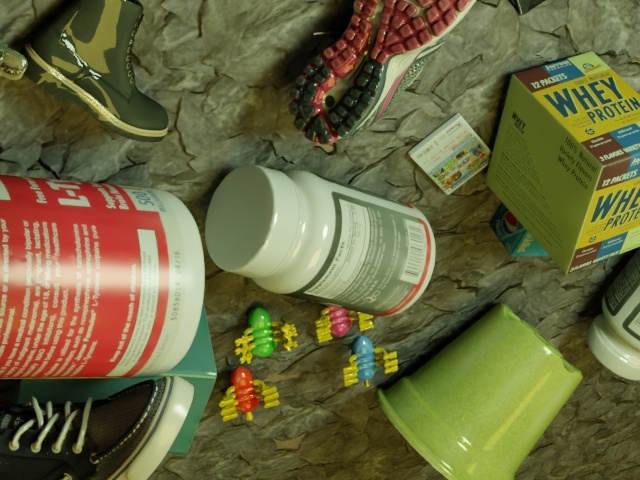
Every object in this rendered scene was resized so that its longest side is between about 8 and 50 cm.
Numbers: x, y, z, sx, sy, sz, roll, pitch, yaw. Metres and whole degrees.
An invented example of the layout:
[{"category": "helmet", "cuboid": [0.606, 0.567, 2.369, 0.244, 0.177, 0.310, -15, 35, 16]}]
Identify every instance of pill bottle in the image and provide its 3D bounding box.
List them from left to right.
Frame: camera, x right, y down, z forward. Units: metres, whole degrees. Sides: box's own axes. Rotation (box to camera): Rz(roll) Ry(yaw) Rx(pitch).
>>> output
[{"category": "pill bottle", "cuboid": [-0.354, 0.041, 1.408, 0.408, 0.229, 0.229, 4, 131, -35]}, {"category": "pill bottle", "cuboid": [0.000, 0.000, 1.640, 0.283, 0.161, 0.161, 15, 124, -42]}, {"category": "pill bottle", "cuboid": [0.568, 0.092, 2.099, 0.162, 0.162, 0.278, 3, 132, -34]}]

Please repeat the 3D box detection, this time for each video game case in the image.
[{"category": "video game case", "cuboid": [0.182, -0.117, 1.744, 0.087, 0.011, 0.122, -38, 141, 10]}]

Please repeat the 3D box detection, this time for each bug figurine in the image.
[{"category": "bug figurine", "cuboid": [-0.026, 0.166, 1.881, 0.279, 0.072, 0.216, -13, 133, -12]}]

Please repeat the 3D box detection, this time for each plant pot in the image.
[{"category": "plant pot", "cuboid": [-0.278, 0.160, 1.652, 0.234, 0.165, 0.165, 6, 131, -21]}, {"category": "plant pot", "cuboid": [0.272, 0.248, 2.035, 0.254, 0.276, 0.276, -47, 140, 5]}]

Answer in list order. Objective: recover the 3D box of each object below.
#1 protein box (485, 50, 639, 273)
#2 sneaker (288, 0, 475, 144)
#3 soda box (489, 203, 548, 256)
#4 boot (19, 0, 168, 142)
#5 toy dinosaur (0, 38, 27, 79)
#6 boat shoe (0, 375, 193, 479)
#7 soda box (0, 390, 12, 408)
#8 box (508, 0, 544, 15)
[{"category": "protein box", "cuboid": [0.346, -0.106, 1.699, 0.136, 0.200, 0.201, -19, 141, -23]}, {"category": "sneaker", "cuboid": [0.081, -0.241, 1.478, 0.299, 0.121, 0.112, -46, 168, 19]}, {"category": "soda box", "cuboid": [0.364, -0.023, 1.914, 0.210, 0.071, 0.067, 1, 132, -33]}, {"category": "boot", "cuboid": [-0.208, -0.195, 1.367, 0.137, 0.077, 0.198, -48, 140, 14]}, {"category": "toy dinosaur", "cuboid": [-0.432, -0.139, 1.300, 0.268, 0.064, 0.118, -15, 133, -14]}, {"category": "boat shoe", "cuboid": [-0.301, 0.239, 1.522, 0.158, 0.127, 0.340, 33, 128, -19]}, {"category": "soda box", "cuboid": [-0.494, 0.259, 1.702, 0.183, 0.058, 0.063, -11, 138, -21]}, {"category": "box", "cuboid": [0.285, -0.435, 1.401, 0.257, 0.079, 0.322, -29, 142, 2]}]
